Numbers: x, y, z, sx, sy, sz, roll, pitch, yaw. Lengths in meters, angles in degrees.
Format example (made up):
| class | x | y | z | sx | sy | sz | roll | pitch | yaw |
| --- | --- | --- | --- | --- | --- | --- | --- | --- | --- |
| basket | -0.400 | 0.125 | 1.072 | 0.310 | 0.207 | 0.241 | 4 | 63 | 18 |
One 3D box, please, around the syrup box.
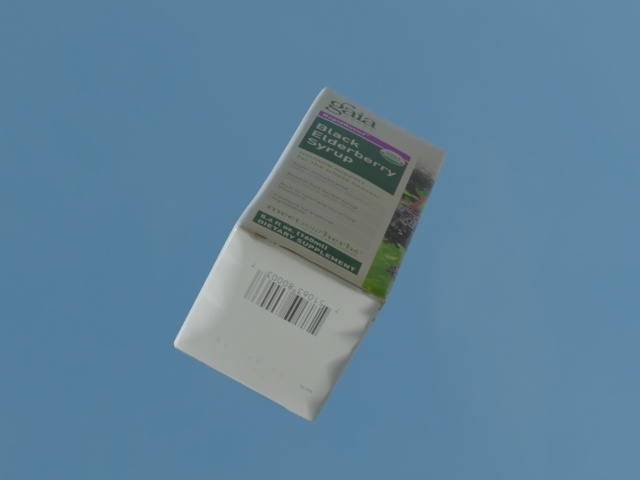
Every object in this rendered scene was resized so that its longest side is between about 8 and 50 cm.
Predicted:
| class | x | y | z | sx | sy | sz | roll | pitch | yaw |
| --- | --- | --- | --- | --- | --- | --- | --- | --- | --- |
| syrup box | 0.000 | 0.000 | 1.101 | 0.093 | 0.096 | 0.237 | 29 | -152 | 0 |
